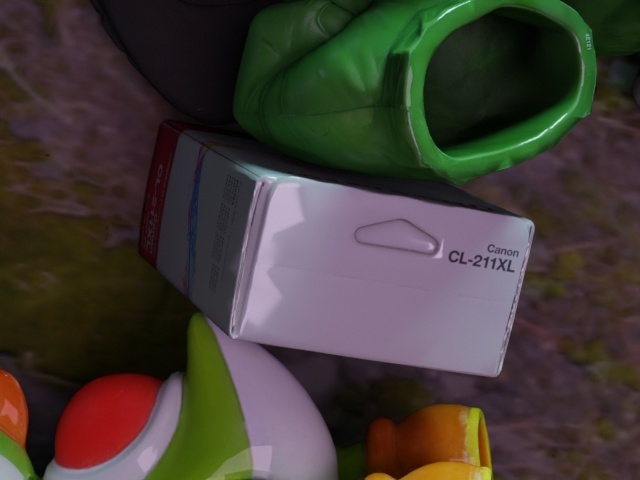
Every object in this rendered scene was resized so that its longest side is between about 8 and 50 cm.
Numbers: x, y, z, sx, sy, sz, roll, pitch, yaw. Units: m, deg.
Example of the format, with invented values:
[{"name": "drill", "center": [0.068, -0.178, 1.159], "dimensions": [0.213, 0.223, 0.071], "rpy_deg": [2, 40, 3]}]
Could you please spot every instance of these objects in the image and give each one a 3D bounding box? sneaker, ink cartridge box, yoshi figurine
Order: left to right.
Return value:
[{"name": "yoshi figurine", "center": [-0.100, 0.172, 0.811], "dimensions": [0.362, 0.203, 0.203], "rpy_deg": [-2, 141, 6]}, {"name": "sneaker", "center": [-0.053, -0.175, 0.782], "dimensions": [0.109, 0.130, 0.286], "rpy_deg": [-14, 119, -14]}, {"name": "ink cartridge box", "center": [0.000, 0.000, 0.824], "dimensions": [0.127, 0.175, 0.072], "rpy_deg": [10, 98, -19]}]

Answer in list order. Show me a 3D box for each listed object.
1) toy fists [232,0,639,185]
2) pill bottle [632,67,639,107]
[{"name": "toy fists", "center": [0.085, -0.109, 0.819], "dimensions": [0.279, 0.142, 0.096], "rpy_deg": [-31, 111, -31]}, {"name": "pill bottle", "center": [0.241, -0.131, 0.915], "dimensions": [0.103, 0.103, 0.184], "rpy_deg": [26, 92, -21]}]
